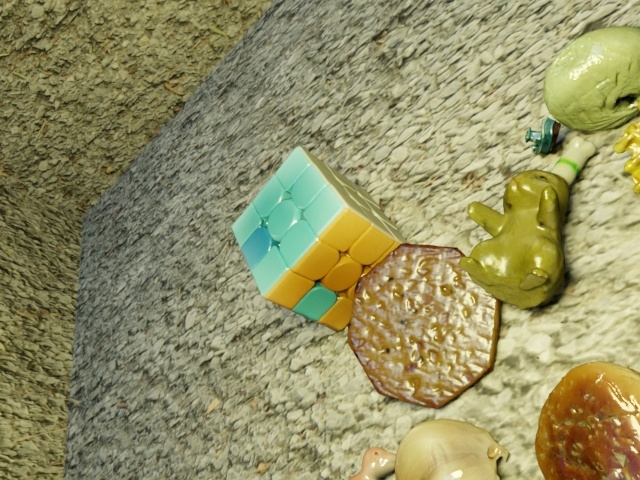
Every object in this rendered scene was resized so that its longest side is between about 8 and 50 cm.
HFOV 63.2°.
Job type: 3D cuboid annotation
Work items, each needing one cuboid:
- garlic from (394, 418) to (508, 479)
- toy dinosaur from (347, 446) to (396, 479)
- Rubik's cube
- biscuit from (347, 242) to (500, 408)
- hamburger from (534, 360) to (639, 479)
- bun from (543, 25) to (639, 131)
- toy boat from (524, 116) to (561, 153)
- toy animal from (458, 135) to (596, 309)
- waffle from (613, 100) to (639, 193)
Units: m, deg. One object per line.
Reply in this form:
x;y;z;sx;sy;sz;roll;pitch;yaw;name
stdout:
0.229;0.438;0.969;0.228;0.110;0.217;-53;38;10;garlic
0.061;0.518;1.072;0.194;0.152;0.177;-20;47;30;toy dinosaur
0.000;0.000;1.298;0.292;0.291;0.290;-47;43;15;Rubik's cube
0.213;0.176;1.122;0.358;0.046;0.360;-8;74;31;biscuit
0.436;0.324;0.771;0.243;0.146;0.286;-16;74;63;hamburger
0.529;-0.290;0.978;0.221;0.221;0.108;-24;53;35;bun
0.456;-0.214;1.076;0.060;0.137;0.060;15;88;19;toy boat
0.401;-0.057;1.008;0.181;0.180;0.363;-4;64;49;toy animal
0.623;-0.182;0.891;0.229;0.057;0.219;-39;66;22;waffle
